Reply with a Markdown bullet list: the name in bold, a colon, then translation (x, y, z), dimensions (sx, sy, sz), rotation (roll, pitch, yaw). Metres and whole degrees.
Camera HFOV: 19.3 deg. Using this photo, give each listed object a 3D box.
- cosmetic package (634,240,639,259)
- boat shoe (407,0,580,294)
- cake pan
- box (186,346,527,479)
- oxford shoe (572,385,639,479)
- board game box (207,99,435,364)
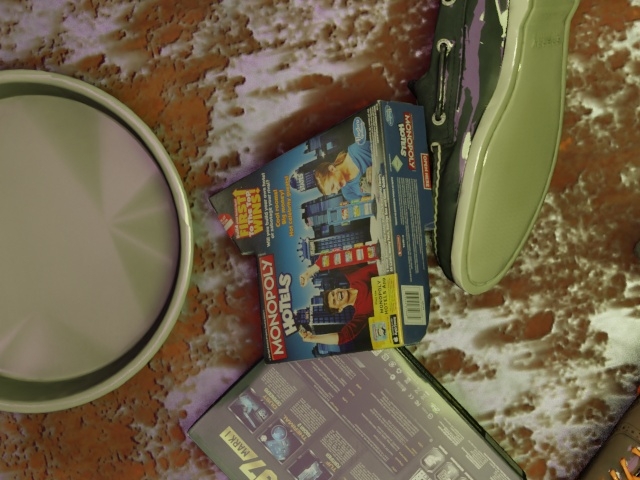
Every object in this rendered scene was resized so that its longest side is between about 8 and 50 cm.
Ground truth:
- **cosmetic package**: translation (0.488, 0.089, 1.474), dimensions (0.453, 0.161, 0.230), rotation (44, 98, 2)
- **boat shoe**: translation (0.126, -0.131, 1.527), dimensions (0.113, 0.127, 0.340), rotation (17, 106, 35)
- **cake pan**: translation (-0.248, 0.000, 1.610), dimensions (0.293, 0.054, 0.293), rotation (1, 95, 7)
- **box**: translation (0.031, 0.181, 1.588), dimensions (0.183, 0.059, 0.232), rotation (-45, 88, 6)
- **oxford shoe**: translation (0.258, 0.185, 1.476), dimensions (0.097, 0.098, 0.271), rotation (38, 133, 12)
- **board game box**: translation (0.000, 0.000, 1.522), dimensions (0.194, 0.060, 0.194), rotation (-10, 81, 41)
